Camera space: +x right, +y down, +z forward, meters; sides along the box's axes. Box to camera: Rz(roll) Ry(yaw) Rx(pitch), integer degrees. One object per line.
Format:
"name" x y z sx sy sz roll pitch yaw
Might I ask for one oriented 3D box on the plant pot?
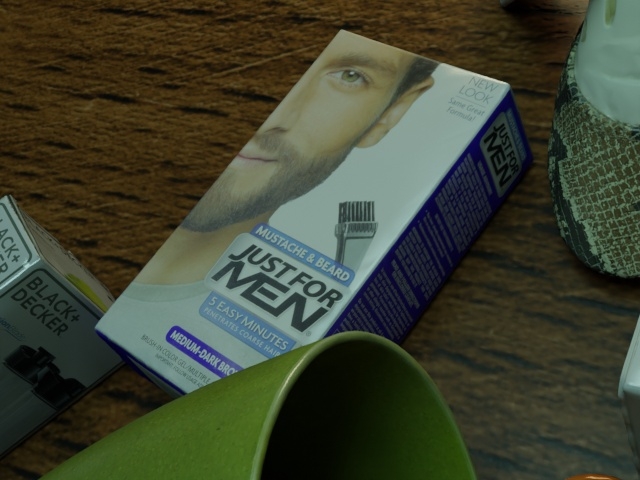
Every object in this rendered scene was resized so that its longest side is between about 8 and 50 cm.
"plant pot" -0.079 0.217 0.604 0.293 0.275 0.275 -15 52 30

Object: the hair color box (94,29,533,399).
"hair color box" 0.000 0.000 0.809 0.185 0.110 0.339 26 70 36

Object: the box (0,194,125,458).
"box" -0.316 0.115 0.830 0.290 0.169 0.087 -37 51 -4

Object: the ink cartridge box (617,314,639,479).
"ink cartridge box" 0.306 0.101 0.565 0.237 0.172 0.100 10 62 29

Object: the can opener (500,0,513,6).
"can opener" 0.175 -0.251 0.816 0.095 0.283 0.076 35 96 -2

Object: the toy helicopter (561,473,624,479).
"toy helicopter" 0.196 0.311 0.527 0.234 0.140 0.355 13 75 20

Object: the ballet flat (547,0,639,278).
"ballet flat" 0.291 -0.210 0.774 0.164 0.182 0.483 17 67 30
